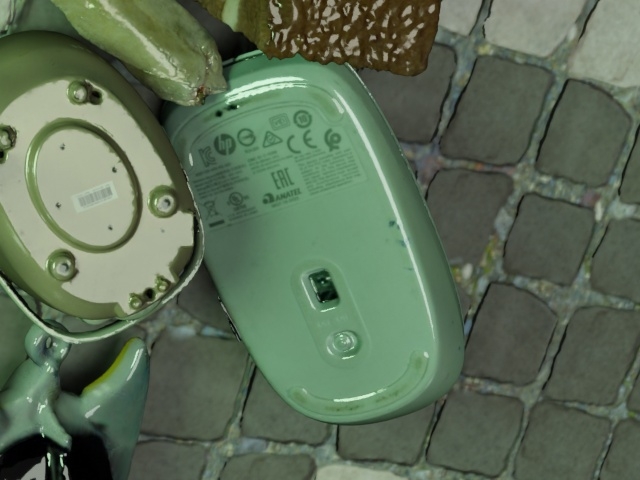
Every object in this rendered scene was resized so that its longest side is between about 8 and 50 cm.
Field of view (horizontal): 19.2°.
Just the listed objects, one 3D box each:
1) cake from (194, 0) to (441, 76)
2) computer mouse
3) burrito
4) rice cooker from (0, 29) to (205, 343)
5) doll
[{"bbox_3d":[0.000,-0.190,1.213,0.135,0.147,0.135,7,107,-26],"label":"cake"},{"bbox_3d":[0.002,-0.002,1.310,0.159,0.097,0.288,-18,106,19],"label":"computer mouse"},{"bbox_3d":[-0.133,-0.152,1.206,0.188,0.045,0.058,41,89,-18],"label":"burrito"},{"bbox_3d":[-0.159,-0.035,1.208,0.145,0.127,0.206,-32,103,-12],"label":"rice cooker"},{"bbox_3d":[-0.198,0.204,1.296,0.146,0.103,0.316,3,103,-14],"label":"doll"}]
